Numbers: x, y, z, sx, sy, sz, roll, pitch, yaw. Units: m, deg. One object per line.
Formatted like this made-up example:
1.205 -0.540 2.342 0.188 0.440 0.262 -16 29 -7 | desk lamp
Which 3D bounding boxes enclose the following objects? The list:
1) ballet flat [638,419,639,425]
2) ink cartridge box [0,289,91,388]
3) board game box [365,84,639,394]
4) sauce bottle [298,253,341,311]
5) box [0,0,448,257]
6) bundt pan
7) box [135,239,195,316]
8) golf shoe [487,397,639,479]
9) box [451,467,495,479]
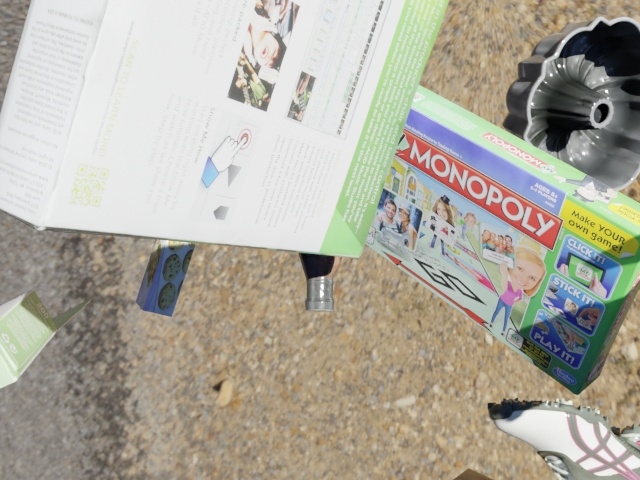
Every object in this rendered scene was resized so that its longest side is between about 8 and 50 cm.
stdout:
0.566 0.351 1.234 0.077 0.091 0.241 -35 127 -17 | ballet flat
-0.336 0.105 0.752 0.171 0.235 0.056 -26 103 5 | ink cartridge box
0.174 -0.010 0.808 0.317 0.046 0.214 36 141 31 | board game box
0.000 0.000 0.703 0.042 0.042 0.128 -1 80 12 | sauce bottle
-0.030 -0.110 0.481 0.058 0.322 0.232 22 97 30 | box
0.465 -0.240 1.397 0.330 0.124 0.331 -9 113 -22 | bundt pan
-0.283 -0.011 1.539 0.067 0.063 0.324 18 93 -31 | box
0.339 0.280 1.007 0.272 0.105 0.120 21 71 -13 | golf shoe
0.196 0.440 1.228 0.201 0.164 0.021 -32 93 -15 | box
